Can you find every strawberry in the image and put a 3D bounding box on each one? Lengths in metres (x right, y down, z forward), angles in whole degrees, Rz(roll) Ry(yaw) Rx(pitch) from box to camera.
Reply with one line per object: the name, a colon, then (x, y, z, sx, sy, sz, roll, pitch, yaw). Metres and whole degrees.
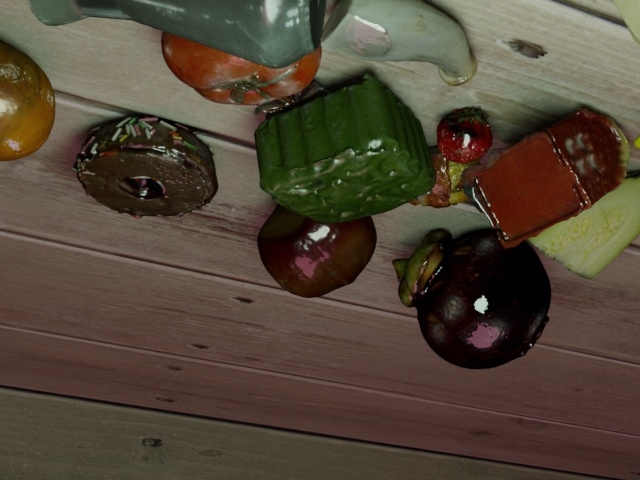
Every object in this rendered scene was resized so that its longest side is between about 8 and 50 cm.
strawberry: (0.244, -0.171, 1.618, 0.106, 0.106, 0.106, 1, 153, 1)

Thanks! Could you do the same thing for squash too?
squash: (0.540, -0.042, 1.809, 0.237, 0.204, 0.155, 28, 166, -40)

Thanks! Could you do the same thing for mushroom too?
mushroom: (0.136, -0.296, 1.390, 0.270, 0.103, 0.118, 12, 152, -30)

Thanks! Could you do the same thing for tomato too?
tomato: (-0.117, -0.260, 1.404, 0.237, 0.095, 0.237, 1, 173, 0)

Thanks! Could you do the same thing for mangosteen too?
mangosteen: (0.309, 0.109, 2.001, 0.347, 0.307, 0.307, 31, 155, 11)

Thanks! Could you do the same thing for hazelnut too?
hazelnut: (0.000, 0.000, 1.858, 0.230, 0.229, 0.229, 1, 153, 1)

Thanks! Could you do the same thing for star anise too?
star anise: (-0.045, -0.231, 1.582, 0.141, 0.042, 0.141, -9, 158, -4)

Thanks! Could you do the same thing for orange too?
orange: (-0.533, -0.227, 1.485, 0.240, 0.171, 0.240, 12, 162, 4)

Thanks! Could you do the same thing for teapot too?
teapot: (-0.164, -0.351, 1.182, 0.344, 0.253, 0.300, 7, -177, 5)

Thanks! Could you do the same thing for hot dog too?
hot dog: (0.198, -0.113, 1.739, 0.213, 0.103, 0.146, -6, 153, 17)

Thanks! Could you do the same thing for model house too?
model house: (0.402, -0.116, 1.629, 0.254, 0.160, 0.196, -24, 174, -44)

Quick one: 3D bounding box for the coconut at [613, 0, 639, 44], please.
coconut: (0.479, -0.325, 1.166, 0.259, 0.259, 0.259, 1, 153, 1)

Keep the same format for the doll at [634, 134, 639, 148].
doll: (0.628, -0.173, 1.558, 0.200, 0.145, 0.363, 4, 147, 2)

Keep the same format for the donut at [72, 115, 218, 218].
donut: (-0.316, -0.132, 1.739, 0.270, 0.103, 0.269, 3, 152, 2)

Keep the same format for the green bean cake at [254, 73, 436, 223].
green bean cake: (0.043, -0.136, 1.601, 0.250, 0.156, 0.247, -20, 156, 21)
